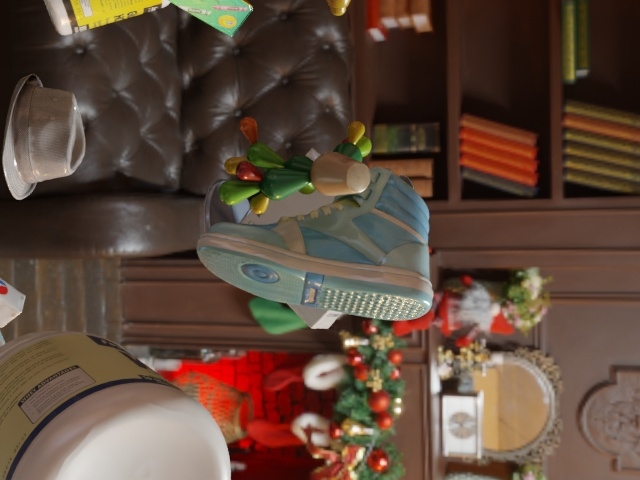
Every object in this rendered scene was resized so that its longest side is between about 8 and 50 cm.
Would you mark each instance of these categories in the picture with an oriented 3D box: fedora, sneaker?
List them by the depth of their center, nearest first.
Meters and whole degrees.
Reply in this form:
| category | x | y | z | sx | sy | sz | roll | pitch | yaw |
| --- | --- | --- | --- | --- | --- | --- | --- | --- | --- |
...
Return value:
| category | x | y | z | sx | sy | sz | roll | pitch | yaw |
| --- | --- | --- | --- | --- | --- | --- | --- | --- | --- |
| sneaker | 0.003 | -0.019 | 1.041 | 0.127 | 0.319 | 0.208 | 120 | -18 | -63 |
| fedora | -0.576 | -0.221 | 1.619 | 0.243 | 0.124 | 0.275 | 99 | -10 | -53 |

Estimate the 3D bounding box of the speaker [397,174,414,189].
| category | x | y | z | sx | sy | sz | roll | pitch | yaw |
| --- | --- | --- | --- | --- | --- | --- | --- | --- | --- |
| speaker | 0.110 | -0.078 | 1.436 | 0.055 | 0.136 | 0.055 | 19 | 62 | -40 |

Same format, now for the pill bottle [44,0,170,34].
| category | x | y | z | sx | sy | sz | roll | pitch | yaw |
| --- | --- | --- | --- | --- | --- | --- | --- | --- | --- |
| pill bottle | -0.440 | -0.580 | 1.651 | 0.188 | 0.334 | 0.187 | 159 | -90 | -76 |

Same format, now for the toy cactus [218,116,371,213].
| category | x | y | z | sx | sy | sz | roll | pitch | yaw |
| --- | --- | --- | --- | --- | --- | --- | --- | --- | --- |
| toy cactus | -0.007 | -0.091 | 0.891 | 0.219 | 0.180 | 0.112 | -11 | 105 | -33 |

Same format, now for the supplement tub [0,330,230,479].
| category | x | y | z | sx | sy | sz | roll | pitch | yaw |
| --- | --- | --- | --- | --- | --- | --- | --- | --- | --- |
| supplement tub | -0.275 | 0.239 | 0.876 | 0.235 | 0.325 | 0.235 | -8 | 103 | -35 |

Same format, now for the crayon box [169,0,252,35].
| category | x | y | z | sx | sy | sz | roll | pitch | yaw |
| --- | --- | --- | --- | --- | --- | --- | --- | --- | --- |
| crayon box | -0.283 | -0.531 | 1.510 | 0.278 | 0.081 | 0.165 | 18 | 29 | -53 |

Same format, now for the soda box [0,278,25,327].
| category | x | y | z | sx | sy | sz | roll | pitch | yaw |
| --- | --- | --- | --- | --- | --- | --- | --- | --- | --- |
| soda box | -0.811 | 0.111 | 1.795 | 0.216 | 0.074 | 0.069 | 46 | 16 | -34 |

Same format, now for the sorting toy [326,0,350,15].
| category | x | y | z | sx | sy | sz | roll | pitch | yaw |
| --- | --- | --- | --- | --- | --- | --- | --- | --- | --- |
| sorting toy | 0.021 | -0.490 | 1.319 | 0.365 | 0.127 | 0.126 | -96 | -175 | -57 |

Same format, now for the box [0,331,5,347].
| category | x | y | z | sx | sy | sz | roll | pitch | yaw |
| --- | --- | --- | --- | --- | --- | --- | --- | --- | --- |
| box | -0.643 | 0.188 | 1.223 | 0.060 | 0.244 | 0.100 | 2 | -69 | 67 |

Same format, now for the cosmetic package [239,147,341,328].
| category | x | y | z | sx | sy | sz | roll | pitch | yaw |
| --- | --- | --- | --- | --- | --- | --- | --- | --- | --- |
| cosmetic package | 0.000 | 0.000 | 1.343 | 0.224 | 0.224 | 0.138 | -46 | 166 | 4 |

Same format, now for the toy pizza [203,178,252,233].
| category | x | y | z | sx | sy | sz | roll | pitch | yaw |
| --- | --- | --- | --- | --- | --- | --- | --- | --- | --- |
| toy pizza | -0.170 | -0.015 | 1.410 | 0.201 | 0.032 | 0.201 | -12 | 90 | -69 |
